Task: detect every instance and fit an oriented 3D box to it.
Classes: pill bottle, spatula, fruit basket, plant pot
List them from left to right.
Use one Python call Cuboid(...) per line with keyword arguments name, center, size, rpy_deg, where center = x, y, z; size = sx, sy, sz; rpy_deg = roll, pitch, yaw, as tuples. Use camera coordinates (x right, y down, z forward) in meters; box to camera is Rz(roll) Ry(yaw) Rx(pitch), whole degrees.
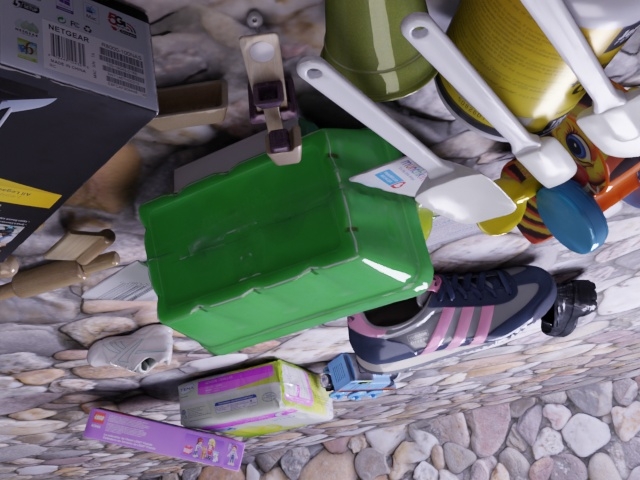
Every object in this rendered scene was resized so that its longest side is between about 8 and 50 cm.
Cuboid(name="fruit basket", center=(0.000, 0.000, 0.708), size=(0.327, 0.166, 0.353), rpy_deg=(-20, 172, 22))
Cuboid(name="plant pot", center=(0.034, -0.143, 0.436), size=(0.083, 0.083, 0.079), rpy_deg=(-12, 146, 3))
Cuboid(name="spatula", center=(0.106, -0.073, 0.436), size=(0.168, 0.019, 0.242), rpy_deg=(-19, 152, 33))
Cuboid(name="pill bottle", center=(0.140, -0.147, 0.426), size=(0.103, 0.103, 0.184), rpy_deg=(-6, 158, -11))

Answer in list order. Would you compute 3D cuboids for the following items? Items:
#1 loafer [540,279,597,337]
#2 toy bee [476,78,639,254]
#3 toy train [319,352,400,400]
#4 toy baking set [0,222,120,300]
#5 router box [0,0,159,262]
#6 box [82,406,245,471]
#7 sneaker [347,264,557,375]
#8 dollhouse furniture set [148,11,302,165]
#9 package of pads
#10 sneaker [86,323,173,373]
Cuboid(name="loafer", center=(0.413, 0.118, 1.235), size=(0.078, 0.076, 0.223), rpy_deg=(3, 159, 4))
Cuboid(name="toy bee", center=(0.235, -0.083, 0.610), size=(0.195, 0.162, 0.298), rpy_deg=(-34, -175, -30))
Cuboid(name="toy train", center=(0.087, 0.280, 1.460), size=(0.184, 0.080, 0.105), rpy_deg=(8, 145, -38))
Cuboid(name="toy baking set", center=(-0.334, 0.015, 0.704), size=(0.256, 0.030, 0.197), rpy_deg=(-18, 154, 16))
Cuboid(name="router box", center=(-0.290, -0.085, 0.408), size=(0.308, 0.081, 0.243), rpy_deg=(12, 148, -43))
Cuboid(name="box", center=(-0.305, 0.387, 1.389), size=(0.293, 0.057, 0.201), rpy_deg=(16, 164, -9))
Cuboid(name="sneaker", center=(0.190, 0.090, 1.029), size=(0.319, 0.112, 0.131), rpy_deg=(-22, 126, -2))
Cuboid(name="dollhouse furniture set", center=(-0.075, -0.102, 0.483), size=(0.114, 0.091, 0.081), rpy_deg=(-8, 142, 1))
Cuboid(name="package of pads", center=(-0.118, 0.329, 1.452), size=(0.229, 0.101, 0.296), rpy_deg=(-16, 157, 15))
Cuboid(name="sneaker", center=(-0.284, 0.170, 1.048), size=(0.152, 0.061, 0.053), rpy_deg=(-18, 158, 21))
